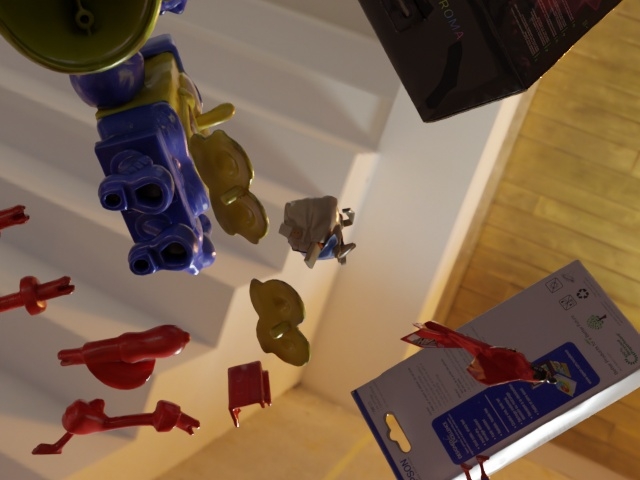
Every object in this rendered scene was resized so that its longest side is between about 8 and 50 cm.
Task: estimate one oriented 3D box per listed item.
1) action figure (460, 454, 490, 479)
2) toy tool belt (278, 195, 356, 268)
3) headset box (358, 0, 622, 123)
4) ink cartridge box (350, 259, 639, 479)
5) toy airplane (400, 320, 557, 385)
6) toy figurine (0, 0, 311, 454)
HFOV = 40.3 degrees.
[{"bbox_3d":[0.184,0.293,0.945,0.038,0.115,0.030,-22,-170,-27],"label":"action figure"},{"bbox_3d":[0.000,0.000,0.644,0.052,0.051,0.083,-9,168,16],"label":"toy tool belt"},{"bbox_3d":[0.153,-0.284,0.841,0.131,0.246,0.283,-12,-155,50],"label":"headset box"},{"bbox_3d":[0.218,0.173,1.055,0.165,0.332,0.065,61,180,37],"label":"ink cartridge box"},{"bbox_3d":[0.146,0.103,0.808,0.151,0.028,0.151,15,-175,-1],"label":"toy airplane"},{"bbox_3d":[-0.142,-0.073,0.548,0.191,0.363,0.217,-17,-151,3],"label":"toy figurine"}]
